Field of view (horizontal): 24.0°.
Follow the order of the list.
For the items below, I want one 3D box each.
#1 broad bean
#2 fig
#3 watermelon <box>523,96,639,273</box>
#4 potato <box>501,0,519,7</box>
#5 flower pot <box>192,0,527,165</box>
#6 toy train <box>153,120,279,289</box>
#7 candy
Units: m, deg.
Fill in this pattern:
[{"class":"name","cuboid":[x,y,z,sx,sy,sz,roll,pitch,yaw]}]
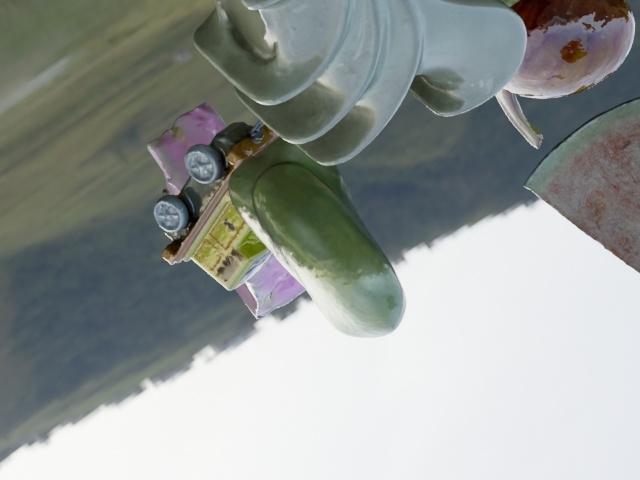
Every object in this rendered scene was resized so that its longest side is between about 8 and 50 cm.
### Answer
[{"class":"broad bean","cuboid":[0.000,0.000,1.356,0.100,0.169,0.228,-35,-144,5]},{"class":"fig","cuboid":[0.233,-0.216,1.662,0.207,0.175,0.175,-48,180,39]},{"class":"watermelon","cuboid":[0.472,-0.042,2.273,0.250,0.283,0.292,-3,-125,41]},{"class":"potato","cuboid":[0.142,-0.363,1.462,0.112,0.255,0.269,-31,177,-5]},{"class":"flower pot","cuboid":[0.020,-0.226,1.142,0.254,0.367,0.164,-28,-137,-18]},{"class":"toy train","cuboid":[-0.093,-0.039,1.595,0.219,0.127,0.089,-53,172,38]},{"class":"candy","cuboid":[-0.116,-0.038,1.997,0.116,0.265,0.155,-31,152,-10]}]
